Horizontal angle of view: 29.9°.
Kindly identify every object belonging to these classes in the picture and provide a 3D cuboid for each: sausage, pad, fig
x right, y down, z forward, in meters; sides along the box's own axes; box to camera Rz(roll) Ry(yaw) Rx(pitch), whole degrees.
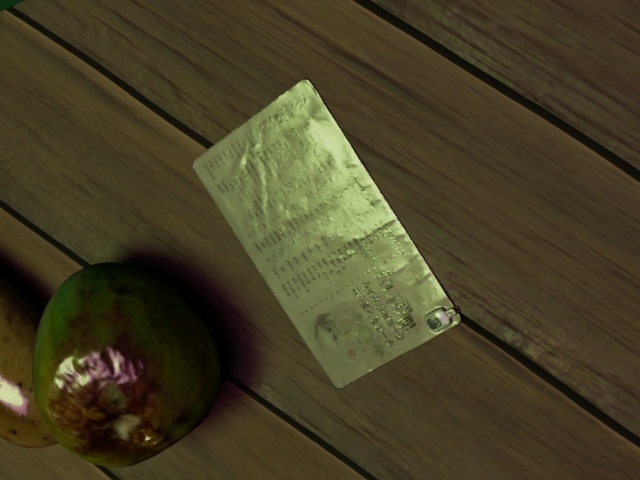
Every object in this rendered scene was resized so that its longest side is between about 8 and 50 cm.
[{"bbox_3d":[-0.441,0.036,1.280,0.500,0.123,0.136,38,153,11],"label":"sausage"},{"bbox_3d":[0.000,0.000,1.116,0.159,0.009,0.265,-33,89,31],"label":"pad"},{"bbox_3d":[-0.194,0.115,1.160,0.181,0.181,0.191,-30,66,30],"label":"fig"}]

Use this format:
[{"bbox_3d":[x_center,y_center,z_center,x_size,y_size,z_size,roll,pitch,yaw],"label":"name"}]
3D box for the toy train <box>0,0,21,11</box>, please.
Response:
[{"bbox_3d":[-0.379,-0.312,1.161,0.159,0.101,0.248,-22,97,16],"label":"toy train"}]
